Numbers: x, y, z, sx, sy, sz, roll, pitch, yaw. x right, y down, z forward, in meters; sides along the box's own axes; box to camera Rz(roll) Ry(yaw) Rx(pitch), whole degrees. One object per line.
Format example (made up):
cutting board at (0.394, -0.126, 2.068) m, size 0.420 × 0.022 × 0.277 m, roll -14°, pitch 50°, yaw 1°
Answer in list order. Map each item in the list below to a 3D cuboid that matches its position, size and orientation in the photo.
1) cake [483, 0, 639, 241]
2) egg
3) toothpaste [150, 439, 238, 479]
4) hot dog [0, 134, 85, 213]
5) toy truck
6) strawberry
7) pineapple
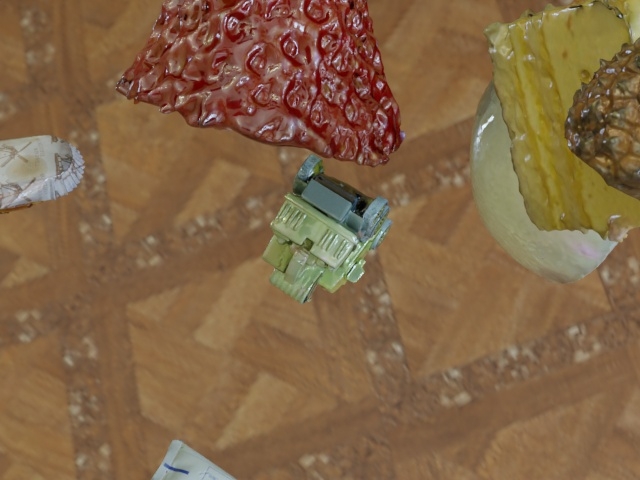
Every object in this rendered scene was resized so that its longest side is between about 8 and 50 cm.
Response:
cake at (0.326, -0.137, 1.357) m, size 0.222 × 0.227 × 0.286 m, roll -19°, pitch 8°, yaw -23°
egg at (0.283, -0.119, 1.814) m, size 0.201 × 0.337 × 0.337 m, roll 26°, pitch 66°, yaw -8°
toothpaste at (-0.013, 0.203, 0.963) m, size 0.033 × 0.218 × 0.052 m, roll -51°, pitch 6°, yaw 35°
hot dog at (-0.372, -0.078, 1.741) m, size 0.192 × 0.053 × 0.099 m, roll -12°, pitch 65°, yaw -13°
toy truck at (0.000, 0.000, 1.357) m, size 0.085 × 0.191 × 0.116 m, roll 34°, pitch 86°, yaw 7°
strawberry at (-0.022, -0.160, 1.136) m, size 0.234 × 0.234 × 0.178 m, roll 26°, pitch 108°, yaw 34°
pineapple at (0.299, -0.151, 1.162) m, size 0.248 × 0.128 × 0.128 m, roll -55°, pitch 49°, yaw 20°
